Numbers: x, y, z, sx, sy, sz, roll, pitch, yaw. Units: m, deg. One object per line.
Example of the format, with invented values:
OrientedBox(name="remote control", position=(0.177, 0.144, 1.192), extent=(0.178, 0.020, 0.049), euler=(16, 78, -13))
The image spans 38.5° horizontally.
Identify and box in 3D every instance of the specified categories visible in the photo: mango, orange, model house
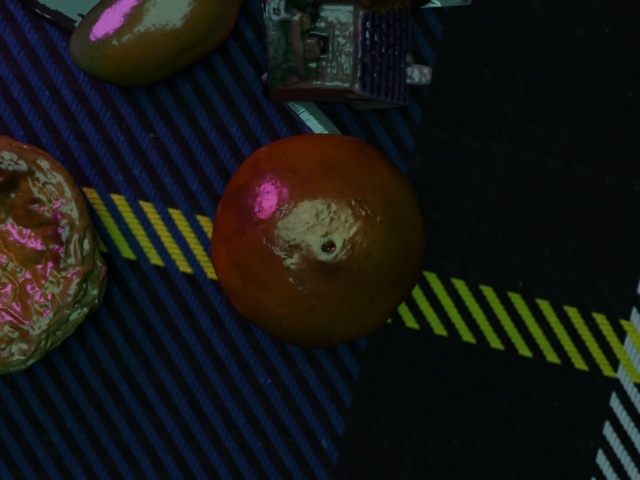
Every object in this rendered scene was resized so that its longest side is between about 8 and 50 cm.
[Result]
OrientedBox(name="mango", position=(-0.221, -0.300, 1.242), extent=(0.251, 0.114, 0.156), euler=(-39, 106, -6))
OrientedBox(name="orange", position=(0.000, 0.000, 1.194), extent=(0.283, 0.226, 0.284), euler=(-1, 99, -4))
OrientedBox(name="model house", position=(0.044, -0.300, 1.190), extent=(0.237, 0.202, 0.237), euler=(2, 82, -3))

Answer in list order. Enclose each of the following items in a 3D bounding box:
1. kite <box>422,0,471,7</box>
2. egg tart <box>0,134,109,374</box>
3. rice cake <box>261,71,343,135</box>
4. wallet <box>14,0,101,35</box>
OrientedBox(name="kite", position=(0.146, -0.508, 1.301), extent=(0.204, 0.022, 0.361), euler=(12, 94, -1))
OrientedBox(name="egg tart", position=(-0.459, 0.024, 1.221), extent=(0.341, 0.129, 0.341), euler=(1, 84, -12))
OrientedBox(name="rice cake", position=(-0.016, -0.170, 1.290), extent=(0.042, 0.030, 0.180), euler=(-42, 90, -5))
OrientedBox(name="wallet", position=(-0.381, -0.441, 1.281), extent=(0.322, 0.041, 0.247), euler=(27, 90, -4))
